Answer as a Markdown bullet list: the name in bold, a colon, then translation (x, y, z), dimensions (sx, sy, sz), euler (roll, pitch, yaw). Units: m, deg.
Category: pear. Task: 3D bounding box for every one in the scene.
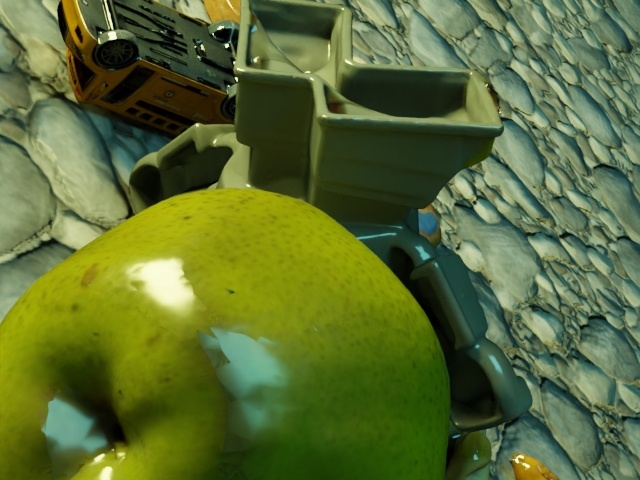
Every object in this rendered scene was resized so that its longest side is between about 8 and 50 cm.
- **pear**: translation (-0.058, 0.116, 0.896), dimensions (0.294, 0.294, 0.294), euler (32, 36, -27)

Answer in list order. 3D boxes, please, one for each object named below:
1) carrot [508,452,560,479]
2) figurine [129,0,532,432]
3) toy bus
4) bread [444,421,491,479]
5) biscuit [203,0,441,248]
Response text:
- **carrot**: translation (0.255, 0.281, 1.306), dimensions (0.271, 0.062, 0.066), euler (41, 65, -6)
- **figurine**: translation (-0.002, 0.000, 1.083), dimensions (0.167, 0.285, 0.342), euler (-10, 36, -27)
- **toy bus**: translation (-0.132, -0.139, 1.237), dimensions (0.194, 0.088, 0.083), euler (19, 42, -42)
- **bread**: translation (0.074, 0.136, 1.173), dimensions (0.081, 0.134, 0.225), euler (3, 45, -8)
- **biscuit**: translation (-0.009, -0.129, 1.421), dimensions (0.205, 0.049, 0.324), euler (2, 53, -49)
